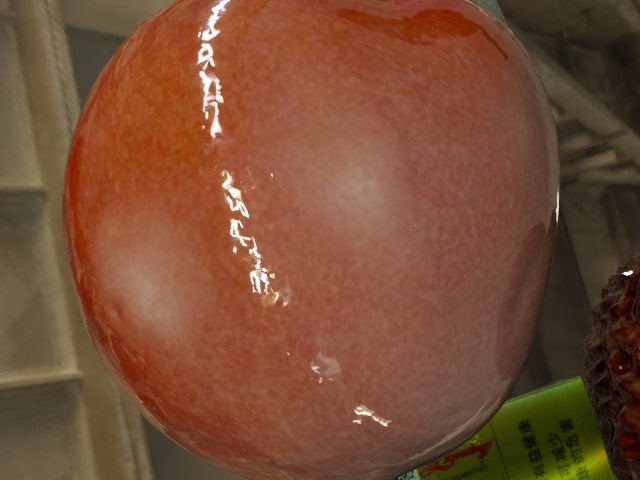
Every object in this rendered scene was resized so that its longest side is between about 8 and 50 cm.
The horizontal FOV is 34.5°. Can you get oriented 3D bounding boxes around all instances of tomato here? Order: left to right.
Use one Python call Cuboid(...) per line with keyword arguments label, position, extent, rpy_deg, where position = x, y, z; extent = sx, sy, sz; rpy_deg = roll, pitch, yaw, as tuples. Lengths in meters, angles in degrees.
Cuboid(label="tomato", position=(0.000, 0.000, 0.633), extent=(0.321, 0.321, 0.321), rpy_deg=(44, -143, -46))

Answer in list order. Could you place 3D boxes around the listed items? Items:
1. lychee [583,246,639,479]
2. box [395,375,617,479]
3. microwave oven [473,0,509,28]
Cuboid(label="lychee", position=(0.483, 0.170, 1.169), extent=(0.424, 0.500, 0.424), rpy_deg=(26, -125, -45))
Cuboid(label="box", position=(0.147, 0.263, 1.033), extent=(0.043, 0.311, 0.173), rpy_deg=(137, 115, -75))
Cuboid(label="microwave oven", position=(0.115, -0.224, 1.091), extent=(0.162, 0.122, 0.208), rpy_deg=(57, -173, 37))
